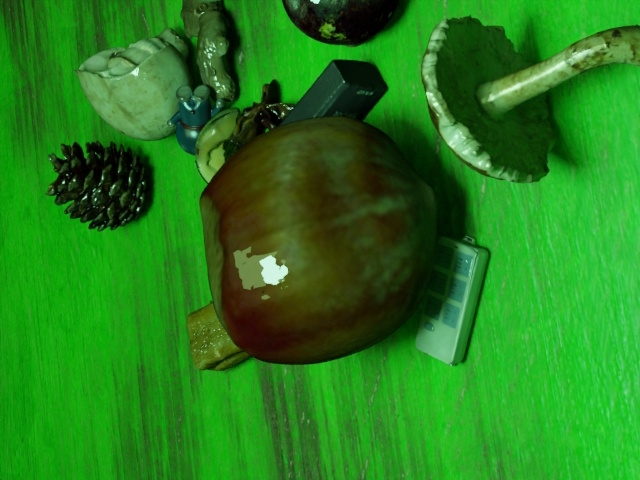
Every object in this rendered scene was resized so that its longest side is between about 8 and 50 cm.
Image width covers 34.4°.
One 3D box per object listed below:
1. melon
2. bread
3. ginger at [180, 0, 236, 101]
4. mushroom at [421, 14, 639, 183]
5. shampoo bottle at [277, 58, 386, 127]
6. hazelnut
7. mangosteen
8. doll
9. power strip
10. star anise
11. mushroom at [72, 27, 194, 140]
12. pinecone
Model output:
[{"bbox_3d":[-0.180,-0.167,1.837,0.128,0.079,0.160,-91,1,-64],"label":"melon"},{"bbox_3d":[-0.134,0.141,1.824,0.271,0.077,0.139,-29,66,42],"label":"bread"},{"bbox_3d":[-0.213,-0.388,1.899,0.122,0.084,0.290,-28,70,37],"label":"ginger"},{"bbox_3d":[0.272,-0.221,1.290,0.302,0.233,0.208,-41,26,13],"label":"mushroom"},{"bbox_3d":[-0.023,-0.170,1.683,0.309,0.098,0.071,-46,63,38],"label":"shampoo bottle"},{"bbox_3d":[-0.007,0.003,1.512,0.366,0.366,0.365,1,91,48],"label":"hazelnut"},{"bbox_3d":[0.023,-0.388,1.592,0.217,0.192,0.192,157,109,-78],"label":"mangosteen"},{"bbox_3d":[-0.225,-0.214,1.894,0.085,0.114,0.152,-85,-8,-45],"label":"doll"},{"bbox_3d":[0.189,0.086,1.500,0.081,0.035,0.192,24,107,45],"label":"power strip"},{"bbox_3d":[-0.091,-0.182,1.784,0.140,0.158,0.144,48,158,47],"label":"star anise"},{"bbox_3d":[-0.330,-0.290,1.982,0.254,0.195,0.189,14,134,44],"label":"mushroom"},{"bbox_3d":[-0.449,-0.110,2.075,0.179,0.205,0.184,-168,81,-66],"label":"pinecone"}]
